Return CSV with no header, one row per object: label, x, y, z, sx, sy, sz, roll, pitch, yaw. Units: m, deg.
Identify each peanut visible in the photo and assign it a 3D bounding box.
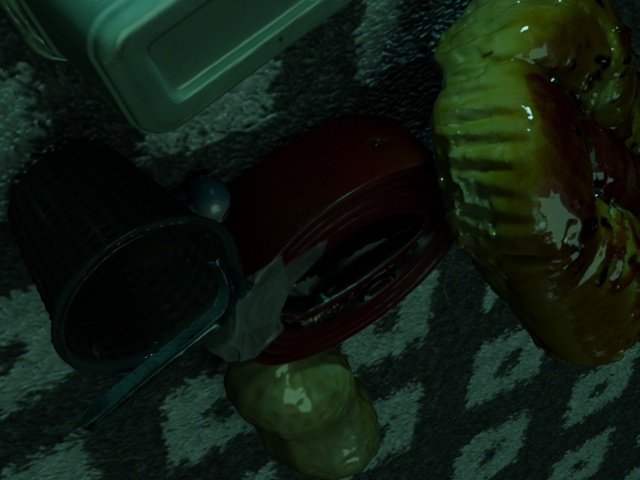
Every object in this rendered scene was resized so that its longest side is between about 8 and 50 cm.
peanut,-0.018,0.194,1.466,0.149,0.149,0.313,-39,152,-5

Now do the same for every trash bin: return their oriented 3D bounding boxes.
trash bin,-0.189,0.003,1.079,0.175,0.161,0.175,-29,144,-23

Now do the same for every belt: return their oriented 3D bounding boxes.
belt,0.000,0.000,1.310,0.324,0.115,0.227,-31,142,-20

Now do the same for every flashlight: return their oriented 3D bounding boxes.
flashlight,-0.147,-0.022,1.201,0.129,0.051,0.051,-24,142,-15

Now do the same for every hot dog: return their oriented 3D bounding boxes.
hot dog,0.246,-0.099,1.298,0.196,0.367,0.365,-9,149,29

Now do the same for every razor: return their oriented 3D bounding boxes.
razor,-0.134,0.098,1.068,0.190,0.033,0.066,-44,146,3

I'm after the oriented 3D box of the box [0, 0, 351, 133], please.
box,-0.083,-0.228,0.923,0.312,0.182,0.175,-37,145,-8
